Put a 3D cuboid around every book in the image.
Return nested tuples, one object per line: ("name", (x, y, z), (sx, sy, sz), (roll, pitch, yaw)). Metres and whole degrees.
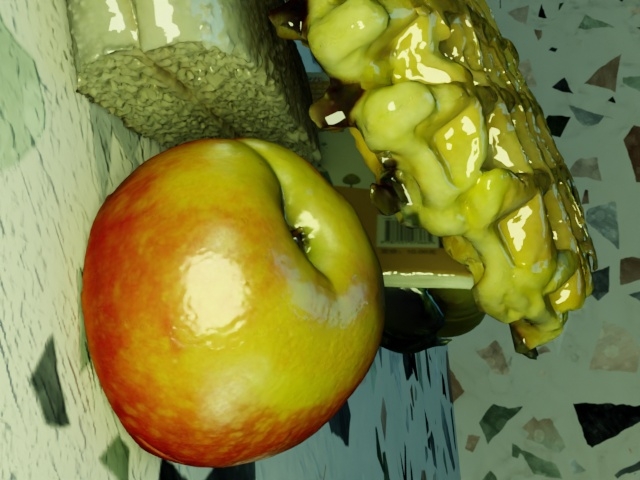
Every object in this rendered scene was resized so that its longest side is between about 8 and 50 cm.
("book", (0.023, -0.064, 0.860), (0.295, 0.208, 0.020), (-83, 173, -50))

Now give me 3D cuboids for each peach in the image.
("peach", (-0.061, 0.040, 0.606), (0.190, 0.192, 0.190), (32, 33, -24))

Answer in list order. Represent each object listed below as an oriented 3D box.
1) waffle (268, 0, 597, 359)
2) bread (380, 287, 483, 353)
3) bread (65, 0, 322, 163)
("waffle", (0.093, -0.123, 0.747), (0.382, 0.095, 0.379), (43, 29, -41))
("bread", (0.131, 0.013, 1.318), (0.376, 0.208, 0.251), (56, 21, -74))
("bread", (-0.075, -0.154, 0.693), (0.337, 0.102, 0.183), (37, 47, -76))
